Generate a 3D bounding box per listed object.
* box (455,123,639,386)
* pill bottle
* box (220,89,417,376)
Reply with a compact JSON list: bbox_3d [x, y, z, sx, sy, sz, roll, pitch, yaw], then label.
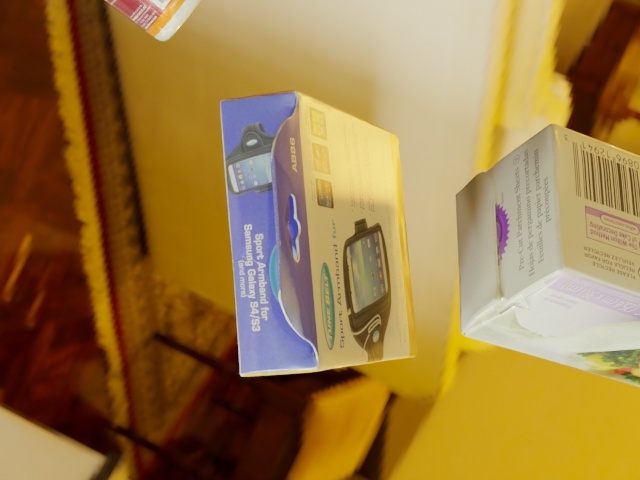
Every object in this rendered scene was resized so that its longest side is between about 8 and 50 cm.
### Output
[{"bbox_3d":[0.202,0.039,0.596,0.063,0.324,0.067,-39,-138,50],"label":"box"},{"bbox_3d":[-0.163,-0.238,1.200,0.086,0.152,0.086,-49,-166,16],"label":"pill bottle"},{"bbox_3d":[0.000,0.000,0.468,0.136,0.028,0.081,8,77,-71],"label":"box"}]
